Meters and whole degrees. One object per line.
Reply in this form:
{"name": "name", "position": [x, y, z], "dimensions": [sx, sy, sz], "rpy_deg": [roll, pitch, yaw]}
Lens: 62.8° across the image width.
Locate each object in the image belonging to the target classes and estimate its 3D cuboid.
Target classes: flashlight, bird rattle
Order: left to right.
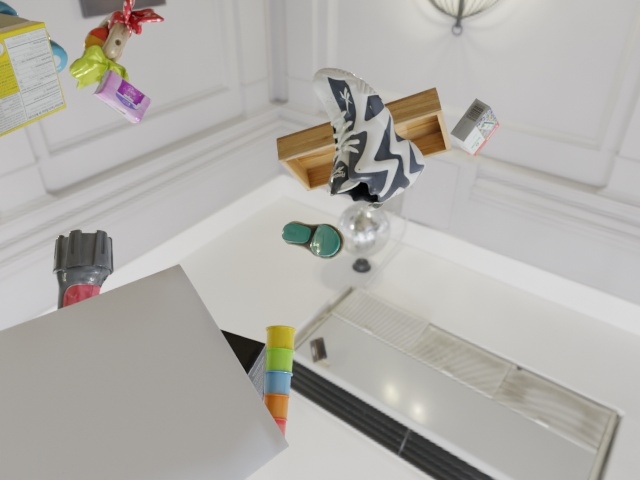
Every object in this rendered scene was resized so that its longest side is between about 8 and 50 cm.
{"name": "flashlight", "position": [-0.338, 0.136, 0.754], "dimensions": [0.103, 0.103, 0.305], "rpy_deg": [0, -108, -15]}
{"name": "bird rattle", "position": [-0.467, -0.437, 1.144], "dimensions": [0.206, 0.254, 0.143], "rpy_deg": [15, 178, 44]}

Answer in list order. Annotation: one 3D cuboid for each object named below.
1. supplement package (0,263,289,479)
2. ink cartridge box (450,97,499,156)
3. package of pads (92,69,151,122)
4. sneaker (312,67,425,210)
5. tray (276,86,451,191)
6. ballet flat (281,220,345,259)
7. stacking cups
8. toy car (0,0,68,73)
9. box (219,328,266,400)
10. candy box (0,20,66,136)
{"name": "supplement package", "position": [-0.203, 0.194, 0.498], "dimensions": [0.198, 0.263, 0.199], "rpy_deg": [-23, -108, -40]}
{"name": "ink cartridge box", "position": [0.242, -0.165, 0.803], "dimensions": [0.029, 0.063, 0.115], "rpy_deg": [41, -168, 28]}
{"name": "package of pads", "position": [-0.328, -0.238, 0.870], "dimensions": [0.031, 0.083, 0.050], "rpy_deg": [7, -110, 43]}
{"name": "sneaker", "position": [0.043, -0.147, 0.825], "dimensions": [0.153, 0.235, 0.094], "rpy_deg": [-48, -163, -23]}
{"name": "tray", "position": [0.115, -0.249, 1.349], "dimensions": [0.410, 0.203, 0.076], "rpy_deg": [-15, -113, 16]}
{"name": "ballet flat", "position": [0.000, 0.000, 1.270], "dimensions": [0.086, 0.086, 0.248], "rpy_deg": [-22, -155, -29]}
{"name": "stacking cups", "position": [-0.117, 0.399, 1.456], "dimensions": [0.095, 0.096, 0.317], "rpy_deg": [1, -116, 1]}
{"name": "toy car", "position": [-0.738, -0.388, 1.196], "dimensions": [0.219, 0.238, 0.210], "rpy_deg": [37, -151, 14]}
{"name": "box", "position": [-0.304, 0.404, 1.224], "dimensions": [0.293, 0.396, 0.212], "rpy_deg": [14, -145, 12]}
{"name": "candy box", "position": [-0.367, -0.161, 0.563], "dimensions": [0.027, 0.105, 0.206], "rpy_deg": [15, -144, 14]}
